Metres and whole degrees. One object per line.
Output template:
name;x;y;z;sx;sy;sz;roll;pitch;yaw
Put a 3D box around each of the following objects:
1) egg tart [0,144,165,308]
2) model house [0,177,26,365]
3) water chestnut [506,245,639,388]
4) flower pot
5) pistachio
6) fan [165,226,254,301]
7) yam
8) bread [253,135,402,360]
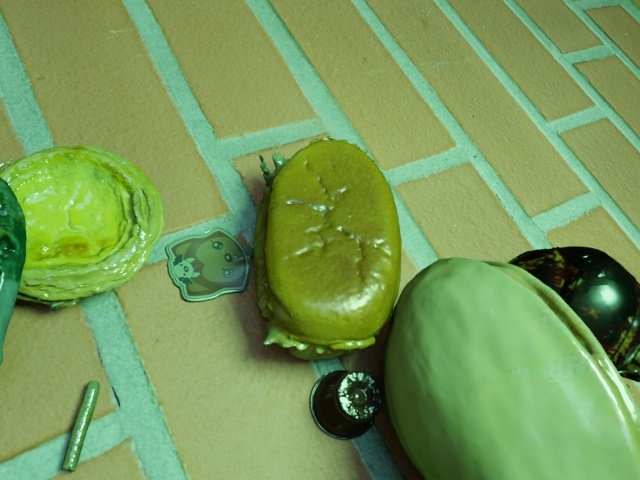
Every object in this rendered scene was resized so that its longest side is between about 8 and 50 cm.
egg tart;-0.386;-0.024;0.749;0.279;0.095;0.278;5;63;-10
model house;-0.531;-0.009;0.504;0.252;0.329;0.294;3;73;8
water chestnut;0.424;0.141;0.834;0.289;0.289;0.244;-30;107;-30
flower pot;0.048;0.242;0.738;0.111;0.089;0.111;8;59;-14
pistachio;0.241;0.224;0.657;0.282;0.365;0.445;-2;37;-21
fan;-0.153;0.029;0.841;0.220;0.009;0.131;-15;68;-25
yam;-0.322;0.248;0.652;0.021;0.021;0.116;11;60;-12
bread;0.012;0.000;0.806;0.236;0.183;0.388;5;63;-18
